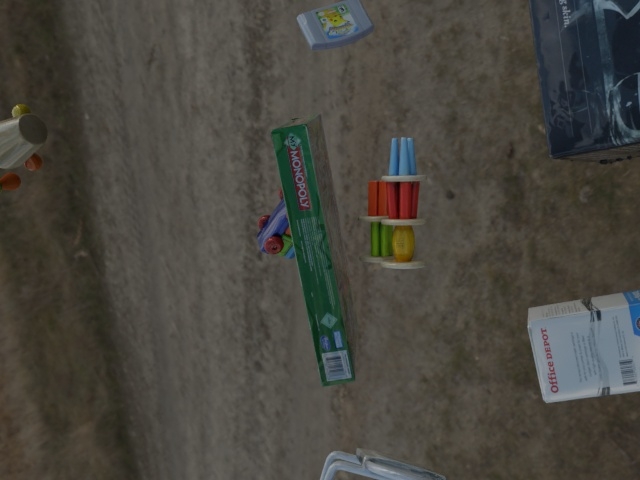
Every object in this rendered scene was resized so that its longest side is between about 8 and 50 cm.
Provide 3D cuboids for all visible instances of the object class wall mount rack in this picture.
[{"bbox_3d":[0.145,0.391,1.100,0.304,0.130,0.350,16,169,4],"label":"wall mount rack"}]

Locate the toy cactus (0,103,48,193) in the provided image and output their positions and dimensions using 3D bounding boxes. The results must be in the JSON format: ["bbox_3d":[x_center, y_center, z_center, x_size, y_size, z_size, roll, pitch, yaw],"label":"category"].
[{"bbox_3d":[-0.358,-0.098,0.823,0.181,0.219,0.112,-18,96,34],"label":"toy cactus"}]

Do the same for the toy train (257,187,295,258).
[{"bbox_3d":[-0.018,-0.063,1.650,0.248,0.143,0.105,-54,32,22],"label":"toy train"}]

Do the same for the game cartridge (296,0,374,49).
[{"bbox_3d":[0.020,-0.260,0.931,0.017,0.083,0.056,100,148,-68],"label":"game cartridge"}]

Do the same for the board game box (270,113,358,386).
[{"bbox_3d":[0.000,0.000,1.007,0.213,0.046,0.317,-69,-31,-76],"label":"board game box"}]

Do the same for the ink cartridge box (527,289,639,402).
[{"bbox_3d":[0.455,0.172,1.268,0.203,0.086,0.148,-11,100,16],"label":"ink cartridge box"}]

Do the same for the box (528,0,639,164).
[{"bbox_3d":[0.570,-0.385,1.107,0.472,0.297,0.479,-9,89,38],"label":"box"}]

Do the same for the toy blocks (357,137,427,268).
[{"bbox_3d":[0.084,-0.046,0.915,0.123,0.054,0.148,-166,75,-71],"label":"toy blocks"}]
